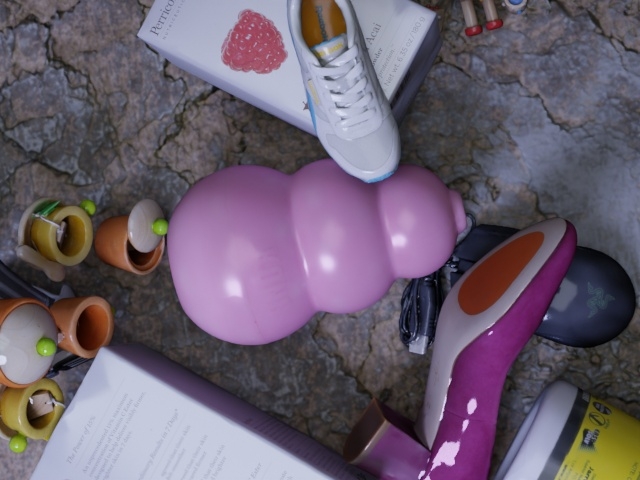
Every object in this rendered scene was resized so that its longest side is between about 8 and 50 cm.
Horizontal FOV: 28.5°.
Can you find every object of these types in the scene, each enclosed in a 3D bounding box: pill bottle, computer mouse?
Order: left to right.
[{"bbox_3d":[0.231,0.056,1.465,0.272,0.072,0.188,9,87,8],"label":"computer mouse"},{"bbox_3d":[0.360,0.307,1.377,0.334,0.188,0.188,28,91,7],"label":"pill bottle"}]

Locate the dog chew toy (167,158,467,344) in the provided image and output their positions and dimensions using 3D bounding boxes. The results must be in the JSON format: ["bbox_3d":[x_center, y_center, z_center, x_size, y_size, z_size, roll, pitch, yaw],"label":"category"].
[{"bbox_3d":[0.000,0.000,1.431,0.332,0.206,0.206,-11,86,5],"label":"dog chew toy"}]

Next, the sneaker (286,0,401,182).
[{"bbox_3d":[0.018,-0.168,1.317,0.087,0.092,0.228,-22,87,4],"label":"sneaker"}]

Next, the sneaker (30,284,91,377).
[{"bbox_3d":[-0.391,0.124,1.542,0.229,0.086,0.132,-25,79,-5],"label":"sneaker"}]

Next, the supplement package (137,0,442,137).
[{"bbox_3d":[-0.030,-0.232,1.461,0.293,0.175,0.177,27,91,8],"label":"supplement package"}]

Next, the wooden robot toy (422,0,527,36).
[{"bbox_3d":[0.194,-0.290,1.485,0.173,0.079,0.076,-17,85,6],"label":"wooden robot toy"}]

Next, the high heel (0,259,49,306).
[{"bbox_3d":[-0.461,0.019,1.471,0.261,0.186,0.093,7,66,34],"label":"high heel"}]

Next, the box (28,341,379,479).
[{"bbox_3d":[-0.135,0.292,1.450,0.345,0.168,0.215,29,91,7],"label":"box"}]

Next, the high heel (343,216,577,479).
[{"bbox_3d":[0.201,0.151,1.420,0.181,0.127,0.377,32,111,-20],"label":"high heel"}]

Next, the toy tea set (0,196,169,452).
[{"bbox_3d":[-0.271,0.068,1.414,0.124,0.200,0.336,5,53,33],"label":"toy tea set"}]
